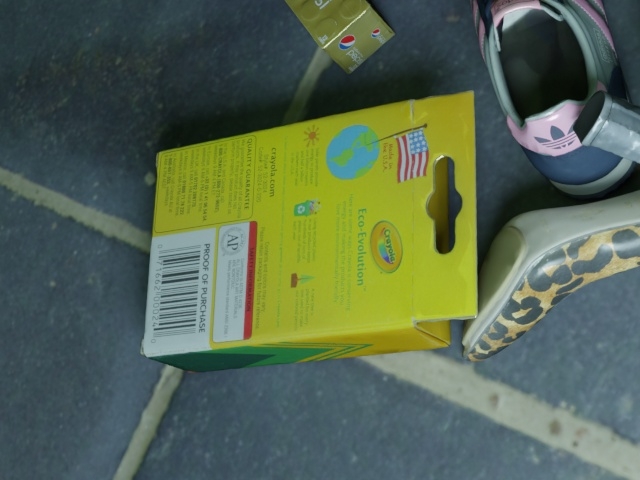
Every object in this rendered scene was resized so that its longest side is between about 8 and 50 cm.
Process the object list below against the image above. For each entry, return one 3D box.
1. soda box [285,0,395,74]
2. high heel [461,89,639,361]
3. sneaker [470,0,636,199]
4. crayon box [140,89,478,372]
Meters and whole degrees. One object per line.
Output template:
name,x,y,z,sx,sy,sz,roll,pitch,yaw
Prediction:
soda box,-0.005,-0.247,1.117,0.061,0.058,0.181,-40,58,10
high heel,0.232,0.026,0.885,0.093,0.186,0.261,-84,19,-55
sneaker,0.175,-0.196,0.951,0.112,0.131,0.319,-27,61,20
crayon box,0.000,0.000,1.011,0.318,0.081,0.202,-8,69,28
